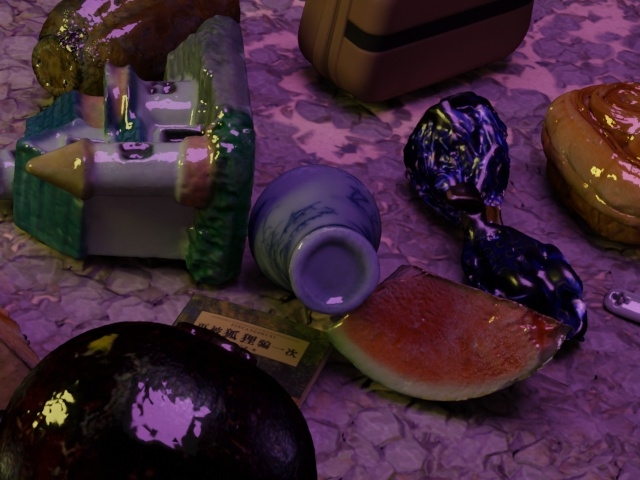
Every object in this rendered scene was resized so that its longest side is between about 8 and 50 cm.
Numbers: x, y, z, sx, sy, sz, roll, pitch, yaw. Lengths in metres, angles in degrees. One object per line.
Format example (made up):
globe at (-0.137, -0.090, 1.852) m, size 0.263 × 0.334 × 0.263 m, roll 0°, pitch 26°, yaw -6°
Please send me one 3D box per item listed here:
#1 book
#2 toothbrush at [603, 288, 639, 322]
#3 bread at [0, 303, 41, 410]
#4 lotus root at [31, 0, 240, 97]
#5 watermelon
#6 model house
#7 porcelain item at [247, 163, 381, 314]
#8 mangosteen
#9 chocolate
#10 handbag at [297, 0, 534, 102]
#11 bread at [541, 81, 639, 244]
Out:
book at (-0.096, 0.142, 1.801) m, size 0.160 × 0.024 × 0.228 m, roll 17°, pitch 39°, yaw 12°
toothbrush at (0.480, 0.133, 1.951) m, size 0.386 × 0.040 × 0.040 m, roll 22°, pitch 39°, yaw 20°
bread at (-0.350, 0.033, 1.754) m, size 0.135 × 0.178 × 0.240 m, roll -16°, pitch 43°, yaw -29°
lotus root at (-0.211, -0.237, 2.154) m, size 0.275 × 0.160 × 0.152 m, roll -30°, pitch 77°, yaw -39°
watermelon at (0.136, 0.090, 1.871) m, size 0.231 × 0.128 × 0.146 m, roll 19°, pitch 13°, yaw 11°
model house at (-0.242, -0.101, 1.950) m, size 0.325 × 0.194 × 0.267 m, roll 0°, pitch 39°, yaw -8°
porcelain item at (0.000, 0.000, 1.875) m, size 0.141 × 0.141 × 0.259 m, roll 5°, pitch 11°, yaw -8°
mangosteen at (-0.143, 0.207, 1.527) m, size 0.288 × 0.288 × 0.288 m, roll 7°, pitch 38°, yaw -5°
chocolate at (0.189, -0.011, 2.008) m, size 0.148 × 0.126 × 0.343 m, roll 29°, pitch 29°, yaw -43°
handbag at (0.131, -0.328, 2.244) m, size 0.302 × 0.283 × 0.149 m, roll -19°, pitch 45°, yaw -33°
bread at (0.364, -0.089, 2.129) m, size 0.198 × 0.120 × 0.236 m, roll -9°, pitch 41°, yaw -26°
